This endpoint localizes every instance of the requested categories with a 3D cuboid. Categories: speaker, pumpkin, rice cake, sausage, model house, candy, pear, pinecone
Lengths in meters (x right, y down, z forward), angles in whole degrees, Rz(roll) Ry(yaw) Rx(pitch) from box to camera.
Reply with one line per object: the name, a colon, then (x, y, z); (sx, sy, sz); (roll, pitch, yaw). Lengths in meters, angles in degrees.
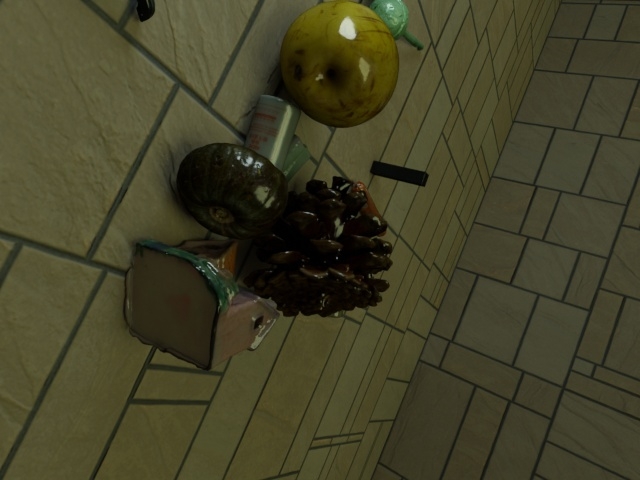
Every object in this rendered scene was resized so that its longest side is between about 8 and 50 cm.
speaker: (0.261, -0.223, 1.555); (0.040, 0.191, 0.046); (19, 90, -61)
pumpkin: (-0.166, -0.102, 0.932); (0.219, 0.219, 0.162); (67, 29, -49)
rice cake: (-0.103, -0.168, 1.151); (0.221, 0.042, 0.080); (-55, 142, -23)
sausage: (0.171, -0.101, 1.616); (0.053, 0.053, 0.348); (-61, 148, -16)
model house: (-0.217, 0.103, 0.939); (0.237, 0.237, 0.202); (-13, 113, -59)
candy: (0.256, -0.637, 1.423); (0.440, 0.119, 0.119); (-20, 123, -61)
pear: (0.041, -0.386, 1.036); (0.281, 0.281, 0.280); (-35, 134, -45)
pinecone: (0.000, 0.000, 1.155); (0.384, 0.385, 0.384); (-35, 134, -45)

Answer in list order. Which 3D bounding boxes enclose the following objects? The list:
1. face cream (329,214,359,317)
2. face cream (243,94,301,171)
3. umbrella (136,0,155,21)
face cream: (0.058, 0.078, 1.524); (0.137, 0.084, 0.341); (5, 96, -49)
face cream: (-0.127, -0.188, 1.042); (0.101, 0.101, 0.251); (15, 94, -60)
umbrella: (-0.288, -0.454, 0.678); (0.071, 0.071, 0.248); (-50, 148, -31)
